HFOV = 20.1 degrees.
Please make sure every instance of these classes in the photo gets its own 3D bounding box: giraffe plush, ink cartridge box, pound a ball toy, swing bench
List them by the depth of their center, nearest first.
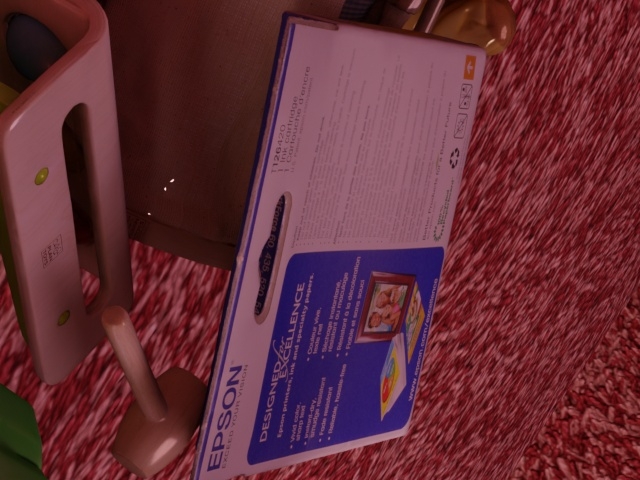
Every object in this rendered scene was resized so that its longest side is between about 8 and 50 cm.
[{"bbox_3d":[-0.157,-0.016,1.144,0.135,0.208,0.319,-50,157,-30],"label":"pound a ball toy"},{"bbox_3d":[0.000,0.000,1.231,0.307,0.072,0.303,-1,105,-60],"label":"ink cartridge box"},{"bbox_3d":[-0.050,-0.125,1.333,0.255,0.165,0.253,-11,127,-66],"label":"swing bench"},{"bbox_3d":[0.108,-0.234,1.616,0.210,0.181,0.170,-62,171,30],"label":"giraffe plush"}]

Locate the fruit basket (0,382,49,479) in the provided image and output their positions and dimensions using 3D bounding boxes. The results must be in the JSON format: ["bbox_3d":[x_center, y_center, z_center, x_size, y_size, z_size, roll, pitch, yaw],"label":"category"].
[{"bbox_3d":[-0.311,0.151,0.888,0.283,0.392,0.392,-57,163,18],"label":"fruit basket"}]
